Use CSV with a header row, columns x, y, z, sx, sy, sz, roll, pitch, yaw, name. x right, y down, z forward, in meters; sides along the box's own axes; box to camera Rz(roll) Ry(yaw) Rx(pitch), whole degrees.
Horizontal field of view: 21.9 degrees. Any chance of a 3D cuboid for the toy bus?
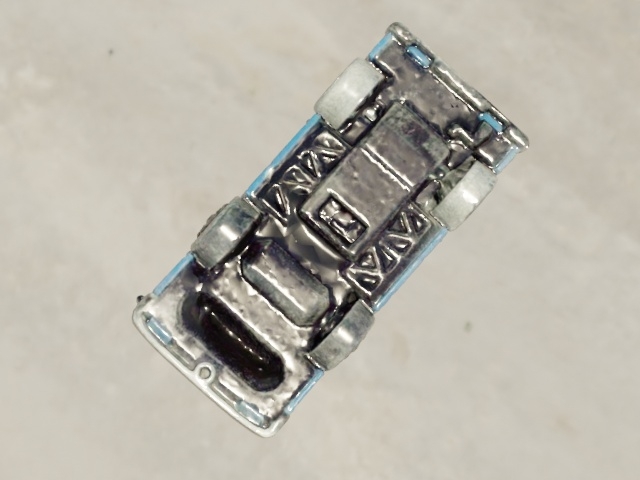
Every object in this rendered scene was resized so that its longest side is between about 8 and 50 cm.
x,y,z,sx,sy,sz,roll,pitch,yaw,name
0.000,0.000,0.976,0.116,0.133,0.234,42,79,-2,toy bus
